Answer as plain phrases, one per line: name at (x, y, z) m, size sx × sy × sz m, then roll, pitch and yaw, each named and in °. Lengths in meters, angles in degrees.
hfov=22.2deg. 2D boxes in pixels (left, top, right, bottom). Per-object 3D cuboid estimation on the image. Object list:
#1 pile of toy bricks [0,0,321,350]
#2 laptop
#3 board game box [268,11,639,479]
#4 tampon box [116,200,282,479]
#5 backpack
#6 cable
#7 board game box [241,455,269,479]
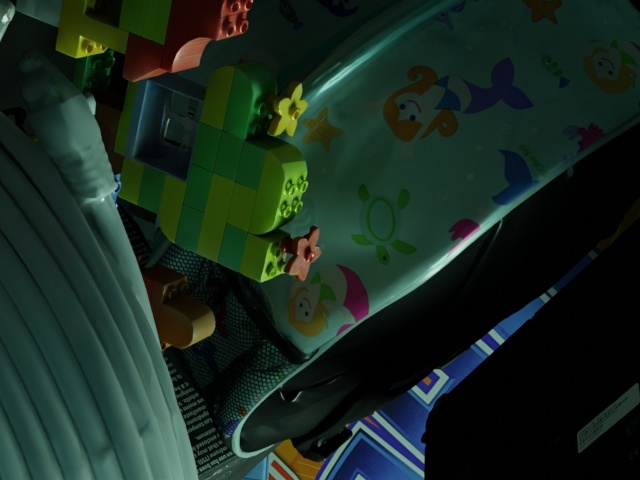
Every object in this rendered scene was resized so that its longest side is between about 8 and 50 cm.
pile of toy bricks at (-0.046, -0.021, 0.580) m, size 0.118 × 0.105 × 0.212 m, roll -25°, pitch 134°, yaw -56°
laptop at (0.167, 0.064, 0.727) m, size 0.234 × 0.137 × 0.264 m, roll -47°, pitch -161°, yaw 29°
board game box at (0.214, 0.105, 1.096) m, size 0.356 × 0.356 × 0.356 m, roll -55°, pitch 166°, yaw 29°
tampon box at (-0.115, 0.072, 0.833) m, size 0.101 × 0.161 × 0.120 m, roll -24°, pitch 164°, yaw -39°
backpack at (0.037, -0.037, 0.729) m, size 0.225 × 0.191 × 0.253 m, roll -31°, pitch 175°, yaw -34°
cable at (-0.139, 0.073, 0.549) m, size 0.089 × 0.257 × 0.257 m, roll -20°, pitch 176°, yaw -40°
board game box at (-0.136, 0.158, 0.896) m, size 0.212 × 0.160 × 0.039 m, roll 6°, pitch 159°, yaw -8°
